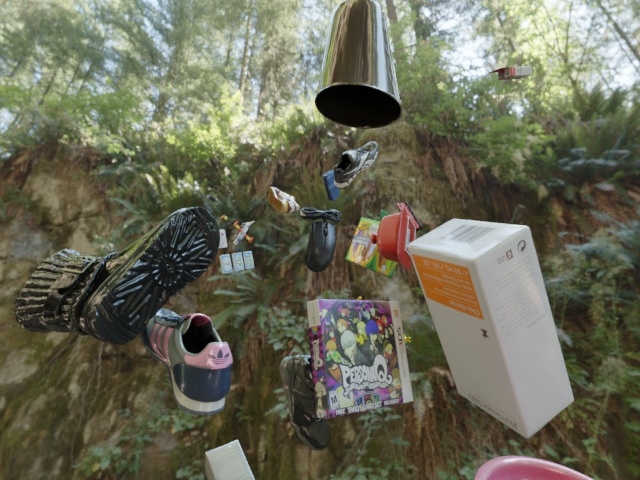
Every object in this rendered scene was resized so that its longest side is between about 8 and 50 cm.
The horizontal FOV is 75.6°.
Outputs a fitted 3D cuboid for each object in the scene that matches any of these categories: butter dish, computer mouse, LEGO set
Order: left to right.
[{"bbox_3d":[-0.355,0.008,1.764,0.060,0.244,0.182,-11,-2,38],"label":"LEGO set"},{"bbox_3d":[0.000,0.000,1.717,0.189,0.272,0.072,4,0,-21],"label":"computer mouse"},{"bbox_3d":[0.206,-0.005,1.202,0.118,0.160,0.160,1,-18,24],"label":"butter dish"}]

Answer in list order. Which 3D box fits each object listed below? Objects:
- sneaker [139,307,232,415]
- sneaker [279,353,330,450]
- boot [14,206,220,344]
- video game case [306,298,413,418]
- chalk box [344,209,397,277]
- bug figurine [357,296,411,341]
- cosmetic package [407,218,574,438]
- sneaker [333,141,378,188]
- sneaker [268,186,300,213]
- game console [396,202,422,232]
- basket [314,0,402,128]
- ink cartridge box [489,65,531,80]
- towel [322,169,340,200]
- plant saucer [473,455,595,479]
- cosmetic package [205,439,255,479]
[{"bbox_3d":[-0.250,0.180,0.780,0.112,0.131,0.319,7,14,-43],"label":"sneaker"},{"bbox_3d":[-0.010,0.375,0.966,0.130,0.227,0.087,-25,-14,40],"label":"sneaker"},{"bbox_3d":[-0.391,0.049,0.818,0.260,0.348,0.131,0,-56,31],"label":"boot"},{"bbox_3d":[0.082,0.224,0.819,0.232,0.210,0.042,9,-22,-37],"label":"video game case"},{"bbox_3d":[0.277,0.004,1.962,0.180,0.288,0.179,22,-1,-43],"label":"chalk box"},{"bbox_3d":[0.128,0.301,1.216,0.216,0.072,0.279,26,-62,-8],"label":"bug figurine"},{"bbox_3d":[0.392,0.190,0.963,0.162,0.453,0.230,-28,16,-17],"label":"cosmetic package"},{"bbox_3d":[0.131,-0.304,1.549,0.234,0.078,0.106,-45,-34,-13],"label":"sneaker"},{"bbox_3d":[-0.148,-0.158,1.643,0.084,0.185,0.069,-2,-57,-28],"label":"sneaker"},{"bbox_3d":[0.403,-0.099,1.946,0.085,0.144,0.124,-22,-17,-21],"label":"game console"},{"bbox_3d":[0.084,-0.390,0.908,0.204,0.226,0.154,11,-17,-34],"label":"basket"},{"bbox_3d":[0.604,-0.533,1.318,0.115,0.029,0.063,-9,10,-12],"label":"ink cartridge box"},{"bbox_3d":[0.045,-0.227,1.710,0.029,0.067,0.119,9,-52,38],"label":"towel"},{"bbox_3d":[0.411,0.495,0.667,0.332,0.084,0.332,10,9,-2],"label":"plant saucer"},{"bbox_3d":[-0.223,0.681,1.100,0.107,0.238,0.127,-10,-53,-28],"label":"cosmetic package"}]
